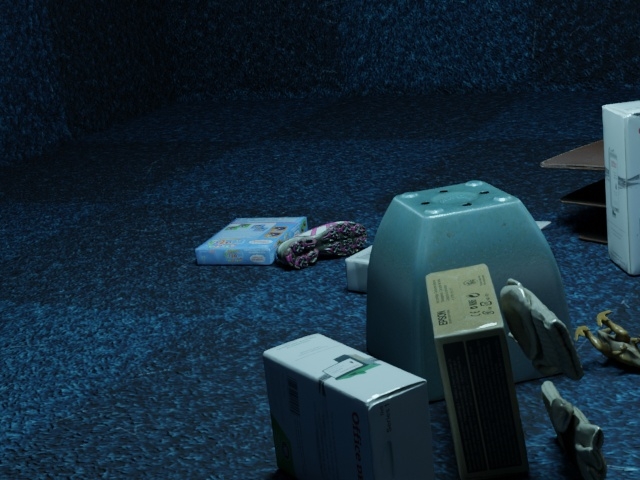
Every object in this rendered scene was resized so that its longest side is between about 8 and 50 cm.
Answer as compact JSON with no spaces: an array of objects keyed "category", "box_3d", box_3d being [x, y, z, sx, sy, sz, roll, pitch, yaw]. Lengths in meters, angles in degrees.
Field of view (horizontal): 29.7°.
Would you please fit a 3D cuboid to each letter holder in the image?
[{"category":"letter holder","box_3d":[0.591,-0.109,2.336,0.302,0.152,0.214,-19,19,-37]}]

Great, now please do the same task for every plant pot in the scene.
[{"category":"plant pot","box_3d":[0.203,0.054,1.749,0.247,0.252,0.248,-11,17,-13]}]

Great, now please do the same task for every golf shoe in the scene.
[{"category":"golf shoe","box_3d":[0.000,0.000,2.334,0.186,0.067,0.086,-14,17,-24]}]

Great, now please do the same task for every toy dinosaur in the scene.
[{"category":"toy dinosaur","box_3d":[0.414,0.147,1.714,0.064,0.112,0.211,-50,21,2]}]

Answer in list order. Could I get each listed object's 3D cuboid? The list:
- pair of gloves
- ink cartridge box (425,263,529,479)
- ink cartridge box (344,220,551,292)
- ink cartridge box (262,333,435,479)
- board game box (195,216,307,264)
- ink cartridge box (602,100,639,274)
[{"category":"pair of gloves","box_3d":[0.266,0.164,1.391,0.042,0.240,0.204,-22,19,-2]},{"category":"ink cartridge box","box_3d":[0.192,0.158,1.502,0.088,0.193,0.235,-10,16,5]},{"category":"ink cartridge box","box_3d":[0.232,0.028,2.151,0.261,0.066,0.296,6,21,37]},{"category":"ink cartridge box","box_3d":[0.032,0.219,1.421,0.092,0.160,0.219,-17,20,-32]},{"category":"board game box","box_3d":[-0.136,-0.001,2.439,0.160,0.039,0.211,0,17,21]},{"category":"ink cartridge box","box_3d":[0.602,-0.101,2.061,0.207,0.283,0.117,-8,17,-5]}]
